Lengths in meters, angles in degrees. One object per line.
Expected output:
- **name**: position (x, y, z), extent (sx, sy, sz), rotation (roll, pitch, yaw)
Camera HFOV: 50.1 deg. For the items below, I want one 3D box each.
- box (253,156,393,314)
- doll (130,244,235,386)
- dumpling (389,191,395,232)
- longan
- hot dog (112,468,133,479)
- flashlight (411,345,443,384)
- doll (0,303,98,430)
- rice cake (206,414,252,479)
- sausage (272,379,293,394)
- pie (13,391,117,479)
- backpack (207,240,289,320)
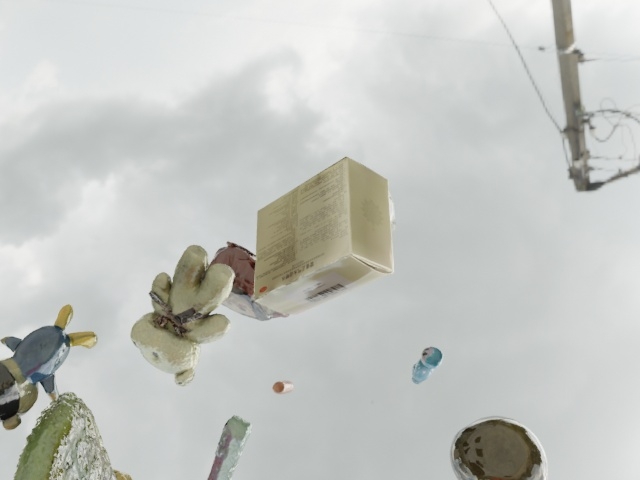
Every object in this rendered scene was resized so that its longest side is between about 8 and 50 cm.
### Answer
- **box**: position (0.000, 0.000, 1.034), extent (0.212, 0.095, 0.168), rotation (-27, -130, 40)
- **doll**: position (-0.284, 0.144, 1.376), extent (0.175, 0.149, 0.278), rotation (44, -68, 46)
- **dumpling**: position (0.078, -0.067, 1.350), extent (0.127, 0.188, 0.108), rotation (-13, -132, 24)
- **longan**: position (0.368, 0.452, 1.403), extent (0.198, 0.212, 0.198), rotation (-26, -135, 29)
- **hot dog**: position (-0.365, 0.438, 1.211), extent (0.078, 0.169, 0.061), rotation (-29, -143, 49)
- **flashlight**: position (0.237, 0.284, 1.535), extent (0.051, 0.129, 0.051), rotation (7, -132, -8)
- **doll**: position (-0.346, 0.154, 0.792), extent (0.102, 0.089, 0.179), rotation (45, -123, 14)
- **rice cake**: position (-0.133, 0.310, 0.910), extent (0.033, 0.207, 0.033), rotation (31, -149, 14)
- **sausage**: position (-0.091, 0.357, 1.665), extent (0.034, 0.083, 0.034), rotation (-3, -100, 16)
- **pie**: position (-0.297, 0.352, 0.819), extent (0.070, 0.323, 0.323), rotation (-7, -139, 0)
- **backpack**: position (-0.150, 0.106, 1.577), extent (0.229, 0.229, 0.139), rotation (13, -108, 36)
